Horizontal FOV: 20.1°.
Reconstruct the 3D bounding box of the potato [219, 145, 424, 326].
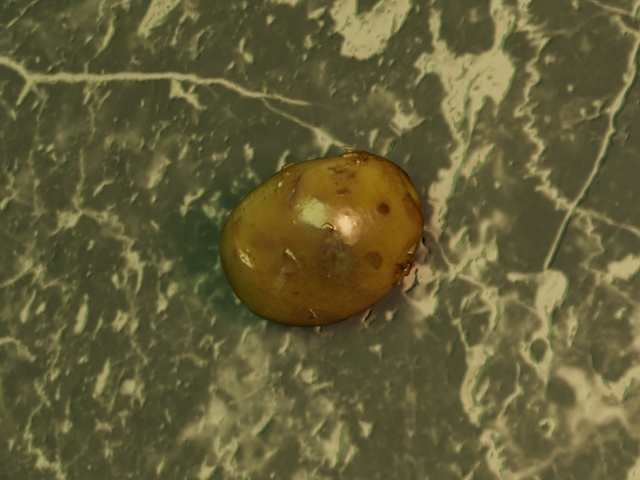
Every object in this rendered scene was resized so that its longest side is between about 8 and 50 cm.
[{"bbox_3d":[0.000,0.000,1.475,0.176,0.137,0.137,-38,62,12],"label":"potato"}]
